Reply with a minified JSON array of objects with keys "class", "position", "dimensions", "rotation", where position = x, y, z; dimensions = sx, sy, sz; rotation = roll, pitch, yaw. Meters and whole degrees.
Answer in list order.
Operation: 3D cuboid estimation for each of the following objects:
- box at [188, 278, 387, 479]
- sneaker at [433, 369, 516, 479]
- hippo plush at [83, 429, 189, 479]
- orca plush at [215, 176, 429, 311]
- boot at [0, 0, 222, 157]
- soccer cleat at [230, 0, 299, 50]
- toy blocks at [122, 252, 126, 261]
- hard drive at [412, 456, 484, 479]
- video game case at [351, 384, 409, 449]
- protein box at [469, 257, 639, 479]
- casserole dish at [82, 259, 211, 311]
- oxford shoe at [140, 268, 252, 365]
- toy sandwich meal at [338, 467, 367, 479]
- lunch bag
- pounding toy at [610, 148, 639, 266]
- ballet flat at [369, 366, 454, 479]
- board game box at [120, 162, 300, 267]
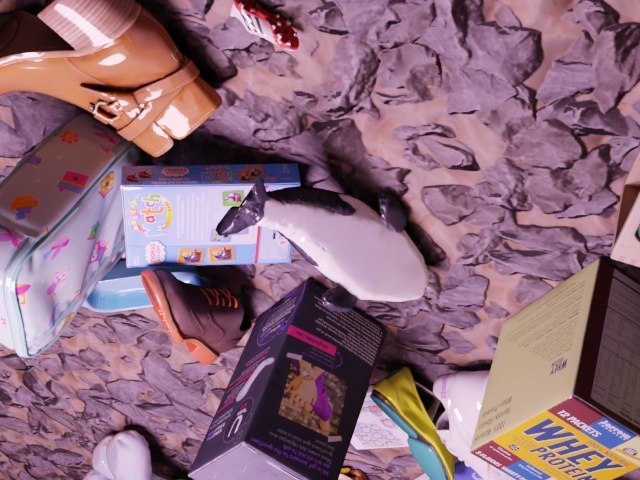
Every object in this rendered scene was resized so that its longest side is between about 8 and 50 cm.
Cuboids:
[{"class":"box","position":[-0.039,0.216,1.455],"dimensions":[0.143,0.270,0.165],"rotation":[34,141,-14]},{"class":"sneaker","position":[0.257,0.292,1.546],"dimensions":[0.152,0.114,0.305],"rotation":[0,128,36]},{"class":"hippo plush","position":[-0.279,0.466,1.971],"dimensions":[0.236,0.235,0.294],"rotation":[9,169,-34]},{"class":"orca plush","position":[0.000,0.000,1.302],"dimensions":[0.287,0.151,0.102],"rotation":[8,-170,-32]},{"class":"boot","position":[-0.267,-0.180,1.254],"dimensions":[0.283,0.109,0.220],"rotation":[-26,126,35]},{"class":"soccer cleat","position":[-0.059,-0.226,1.141],"dimensions":[0.083,0.029,0.035],"rotation":[35,149,-10]},{"class":"toy blocks","position":[-0.292,0.020,1.524],"dimensions":[0.148,0.054,0.123],"rotation":[8,144,8]},{"class":"hard drive","position":[0.248,0.444,1.769],"dimensions":[0.210,0.040,0.319],"rotation":[30,141,-9]},{"class":"video game case","position":[0.085,0.273,1.665],"dimensions":[0.157,0.019,0.143],"rotation":[-12,131,35]},{"class":"protein box","position":[0.306,0.170,1.286],"dimensions":[0.136,0.201,0.200],"rotation":[32,141,-11]},{"class":"casserole dish","position":[-0.248,0.058,1.508],"dimensions":[0.188,0.037,0.114],"rotation":[-8,155,-2]},{"class":"oxford shoe","position":[-0.166,0.086,1.469],"dimensions":[0.098,0.097,0.271],"rotation":[-30,158,-1]},{"class":"toy sandwich meal","position":[0.039,0.407,1.841],"dimensions":[0.085,0.029,0.086],"rotation":[17,145,13]},{"class":"lunch bag","position":[-0.320,-0.005,1.336],"dimensions":[0.107,0.279,0.224],"rotation":[25,143,14]},{"class":"pounding toy","position":[0.356,-0.024,1.082],"dimensions":[0.100,0.141,0.130],"rotation":[17,142,7]},{"class":"ballet flat","position":[0.155,0.271,1.583],"dimensions":[0.077,0.077,0.231],"rotation":[19,150,54]},{"class":"board game box","position":[-0.137,-0.029,1.339],"dimensions":[0.211,0.039,0.160],"rotation":[-2,142,-9]}]
